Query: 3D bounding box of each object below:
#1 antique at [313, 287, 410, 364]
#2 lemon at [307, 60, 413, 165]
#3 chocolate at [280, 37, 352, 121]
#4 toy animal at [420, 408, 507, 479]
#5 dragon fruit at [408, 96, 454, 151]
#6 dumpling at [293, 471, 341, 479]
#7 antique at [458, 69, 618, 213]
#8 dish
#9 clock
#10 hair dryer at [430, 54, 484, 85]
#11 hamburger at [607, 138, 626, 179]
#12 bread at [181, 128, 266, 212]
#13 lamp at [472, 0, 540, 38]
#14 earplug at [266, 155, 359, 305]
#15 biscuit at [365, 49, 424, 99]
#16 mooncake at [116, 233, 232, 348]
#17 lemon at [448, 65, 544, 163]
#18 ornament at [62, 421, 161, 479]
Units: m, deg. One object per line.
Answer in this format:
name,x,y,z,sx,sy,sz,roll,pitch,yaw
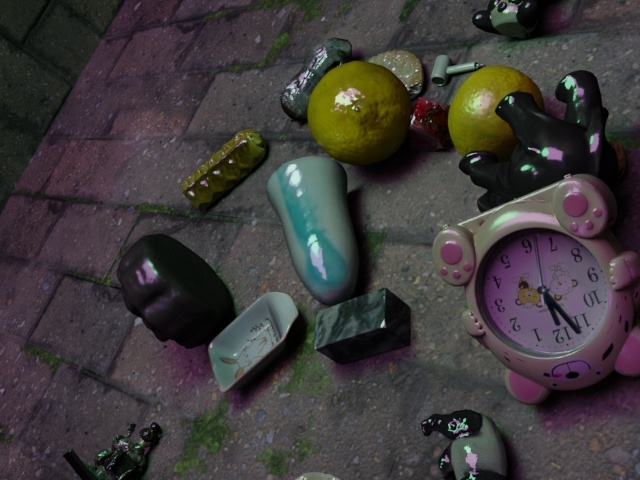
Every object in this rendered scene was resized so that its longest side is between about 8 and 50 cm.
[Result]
antique,0.074,0.169,1.595,0.183,0.086,0.088,-22,47,33
lemon,0.085,-0.276,1.807,0.236,0.236,0.263,-34,32,22
chocolate,-0.012,-0.414,2.115,0.248,0.110,0.110,-48,39,4
toy animal,0.236,0.370,1.281,0.121,0.094,0.225,-23,45,20
dragon fruit,0.240,-0.243,1.746,0.096,0.147,0.102,11,87,9
dumpling,-0.022,0.487,1.440,0.150,0.092,0.176,12,69,46
antique,0.371,-0.103,1.407,0.322,0.185,0.255,121,149,-44
dish,-0.131,0.217,1.781,0.234,0.064,0.154,-43,39,14
clock,0.345,0.079,1.253,0.284,0.114,0.309,-24,87,28
hair dryer,0.305,-0.384,1.833,0.124,0.038,0.063,-4,59,37
hamburger,0.494,-0.135,1.440,0.076,0.044,0.083,-13,55,37
bread,-0.252,-0.192,2.201,0.269,0.087,0.098,-39,39,17
lamp,0.415,-0.554,1.742,0.198,0.198,0.243,-1,69,45
earplug,0.000,0.000,1.751,0.185,0.185,0.324,-33,50,24
biscuit,0.149,-0.373,1.974,0.188,0.040,0.265,-56,37,-4
mooncake,-0.338,0.116,1.899,0.141,0.283,0.283,-43,39,12
lemon,0.330,-0.233,1.575,0.178,0.178,0.203,14,74,49
ornament,-0.445,0.483,1.872,0.196,0.166,0.153,-38,-1,-26
